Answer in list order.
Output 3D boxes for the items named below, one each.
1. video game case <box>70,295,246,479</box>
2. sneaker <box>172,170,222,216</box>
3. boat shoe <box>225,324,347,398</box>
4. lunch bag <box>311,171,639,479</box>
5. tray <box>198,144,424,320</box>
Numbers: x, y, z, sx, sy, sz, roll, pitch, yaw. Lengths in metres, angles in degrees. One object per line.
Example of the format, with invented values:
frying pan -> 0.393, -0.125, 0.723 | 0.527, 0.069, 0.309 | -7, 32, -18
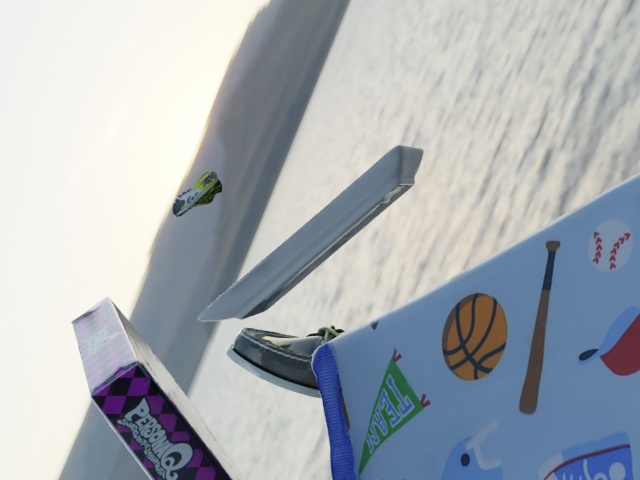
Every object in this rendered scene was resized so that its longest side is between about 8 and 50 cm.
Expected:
video game case -> -0.092, 0.149, 0.846 | 0.042, 0.210, 0.232 | -35, 15, -7
sneaker -> -0.168, -0.058, 1.700 | 0.083, 0.035, 0.031 | -41, 42, -4
boat shoe -> 0.028, 0.160, 1.607 | 0.109, 0.305, 0.091 | -117, 46, -70
lunch bag -> 0.246, 0.143, 0.782 | 0.328, 0.385, 0.239 | -29, 55, 41
tray -> 0.000, 0.000, 1.263 | 0.270, 0.030, 0.145 | -40, -7, 13
